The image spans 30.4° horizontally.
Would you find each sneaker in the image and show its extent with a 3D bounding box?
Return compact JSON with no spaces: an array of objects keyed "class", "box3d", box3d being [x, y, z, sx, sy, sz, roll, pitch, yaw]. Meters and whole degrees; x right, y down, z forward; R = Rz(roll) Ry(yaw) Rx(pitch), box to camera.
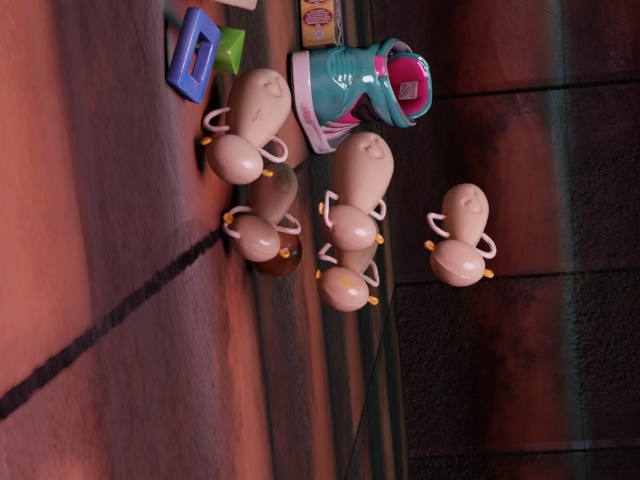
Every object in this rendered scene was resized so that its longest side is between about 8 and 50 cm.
[{"class":"sneaker","box3d":[0.065,-0.198,1.628,0.295,0.178,0.123,46,40,-79]}]

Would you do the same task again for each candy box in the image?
[{"class":"candy box","box3d":[0.000,-0.357,1.712,0.109,0.053,0.186,46,39,-79]}]

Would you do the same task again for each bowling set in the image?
[{"class":"bowling set","box3d":[0.000,0.000,1.073,0.200,0.287,0.154,-58,-170,36]}]

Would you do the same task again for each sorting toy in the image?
[{"class":"sorting toy","box3d":[-0.077,-0.283,0.928,0.196,0.047,0.347,-23,127,-75]}]
